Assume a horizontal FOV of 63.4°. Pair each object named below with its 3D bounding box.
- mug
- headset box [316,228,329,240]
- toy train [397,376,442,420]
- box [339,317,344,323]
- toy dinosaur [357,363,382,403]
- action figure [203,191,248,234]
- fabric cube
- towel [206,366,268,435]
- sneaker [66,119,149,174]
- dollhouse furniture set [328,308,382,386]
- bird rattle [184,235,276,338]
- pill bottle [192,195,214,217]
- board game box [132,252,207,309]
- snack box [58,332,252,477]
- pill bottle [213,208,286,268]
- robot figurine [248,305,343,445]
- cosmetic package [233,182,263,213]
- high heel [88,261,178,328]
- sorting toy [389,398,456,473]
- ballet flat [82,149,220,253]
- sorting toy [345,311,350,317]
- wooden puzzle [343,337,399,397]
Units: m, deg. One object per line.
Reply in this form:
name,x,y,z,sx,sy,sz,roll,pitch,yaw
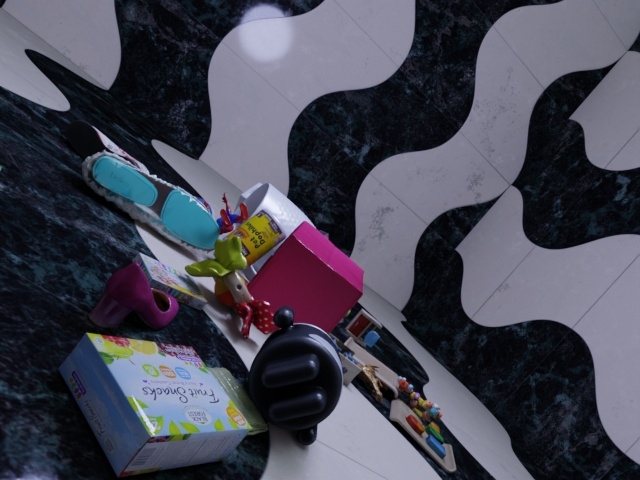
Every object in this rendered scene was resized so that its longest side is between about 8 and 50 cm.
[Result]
mug,-0.157,0.035,1.793,0.328,0.276,0.374,41,35,-20
headset box,0.000,0.000,1.933,0.062,0.083,0.032,21,36,39
toy train,0.307,0.509,1.643,0.166,0.046,0.125,34,-18,41
box,0.024,0.160,2.005,0.216,0.060,0.270,-132,-145,-59
toy dinosaur,0.135,0.406,1.605,0.211,0.064,0.112,42,7,30
action figure,-0.298,-0.091,1.566,0.280,0.091,0.139,-28,-99,67
fabric cube,-0.048,0.129,1.493,0.259,0.254,0.258,41,12,-2
towel,-0.158,0.269,0.870,0.148,0.027,0.110,44,7,31
sneaker,-0.643,-0.253,1.584,0.270,0.090,0.145,36,-5,8
dollhouse furniture set,0.079,0.291,1.501,0.129,0.183,0.129,39,5,-11
bird rattle,-0.200,0.119,1.253,0.253,0.143,0.207,52,-18,-6
pill bottle,-0.407,-0.084,1.643,0.112,0.112,0.187,41,6,7
board game box,-0.331,0.092,1.143,0.154,0.026,0.103,35,7,-46
snack box,-0.213,0.214,0.693,0.174,0.070,0.207,43,7,31
pill bottle,-0.217,0.006,1.579,0.117,0.215,0.117,46,-16,17
robot figurine,-0.046,0.252,0.986,0.174,0.209,0.278,27,0,1
cosmetic package,-0.279,-0.108,2.041,0.085,0.231,0.117,40,48,10
high heel,-0.295,0.089,0.912,0.082,0.117,0.244,41,5,18
sorting toy,0.316,0.572,1.596,0.229,0.041,0.307,41,5,9
ballet flat,-0.457,-0.103,1.413,0.409,0.147,0.147,38,5,-31
sorting toy,0.083,0.300,2.174,0.042,0.061,0.102,38,-18,-14
wooden puzzle,0.172,0.430,1.765,0.239,0.044,0.221,41,5,10
